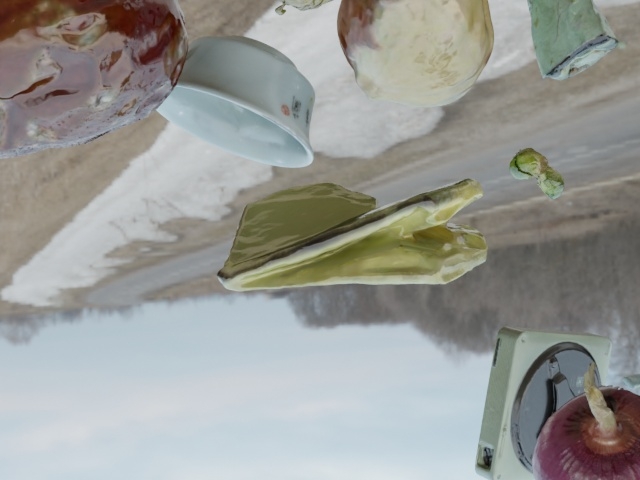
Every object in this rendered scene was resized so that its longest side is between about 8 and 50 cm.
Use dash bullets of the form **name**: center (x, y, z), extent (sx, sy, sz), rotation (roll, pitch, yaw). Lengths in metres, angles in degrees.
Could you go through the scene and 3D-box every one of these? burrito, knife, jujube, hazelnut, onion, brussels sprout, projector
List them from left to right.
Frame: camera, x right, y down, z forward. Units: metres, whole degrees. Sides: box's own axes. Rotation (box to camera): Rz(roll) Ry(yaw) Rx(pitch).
- **jujube**: center (-0.365, -0.251, 1.098), extent (0.377, 0.276, 0.276), rotation (-24, 175, 2)
- **hazelnut**: center (0.139, -0.319, 1.265), extent (0.261, 0.241, 0.261), rotation (33, 175, 3)
- **brussels sprout**: center (0.302, -0.095, 1.160), extent (0.083, 0.046, 0.051), rotation (32, 171, 11)
- **projector**: center (0.394, 0.284, 1.445), extent (0.259, 0.257, 0.079), rotation (7, -177, -36)
- **burrito**: center (0.414, -0.395, 1.434), extent (0.089, 0.229, 0.144), rotation (2, 157, -35)
- **onion**: center (0.347, 0.279, 0.986), extent (0.207, 0.201, 0.200), rotation (36, -161, 29)
- **knife**: center (0.532, 0.208, 1.230), extent (0.210, 0.015, 0.028), rotation (4, -156, -18)

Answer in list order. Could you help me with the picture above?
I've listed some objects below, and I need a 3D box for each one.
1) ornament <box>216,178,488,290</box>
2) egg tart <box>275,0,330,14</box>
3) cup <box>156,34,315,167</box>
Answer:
- **ornament**: center (0.000, 0.000, 0.589), extent (0.180, 0.059, 0.201), rotation (-22, -164, -37)
- **egg tart**: center (-0.004, -0.318, 0.882), extent (0.241, 0.106, 0.241), rotation (-30, 179, 0)
- **cup**: center (-0.150, -0.288, 1.648), extent (0.347, 0.163, 0.347), rotation (19, 169, 4)
